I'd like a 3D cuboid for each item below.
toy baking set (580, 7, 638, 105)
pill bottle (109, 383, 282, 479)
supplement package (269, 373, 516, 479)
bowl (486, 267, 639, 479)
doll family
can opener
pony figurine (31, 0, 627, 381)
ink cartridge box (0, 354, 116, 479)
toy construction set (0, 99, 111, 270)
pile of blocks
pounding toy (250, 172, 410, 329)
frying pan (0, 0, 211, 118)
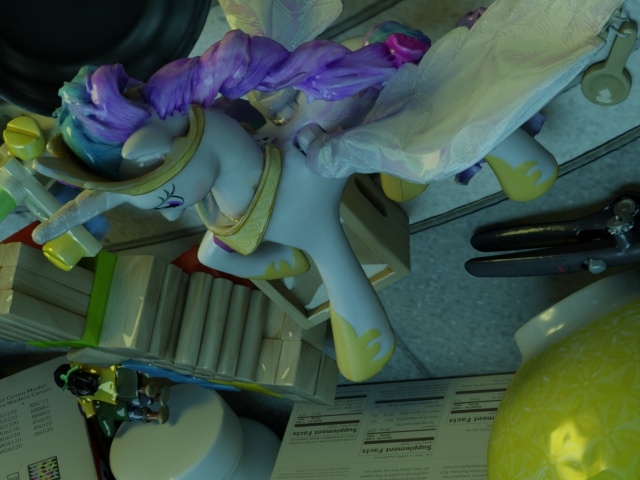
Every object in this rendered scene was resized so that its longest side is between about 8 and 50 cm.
[{"bbox_3d":[0.213,-0.171,0.899,0.197,0.030,0.256,-4,134,25],"label":"toy baking set"},{"bbox_3d":[-0.086,0.295,1.418,0.176,0.176,0.318,-8,133,28],"label":"pill bottle"},{"bbox_3d":[0.115,0.253,1.320,0.262,0.145,0.204,-7,133,28],"label":"supplement package"},{"bbox_3d":[0.241,0.116,1.082,0.289,0.289,0.156,-42,71,46],"label":"bowl"},{"bbox_3d":[-0.211,0.100,1.309,0.111,0.076,0.192,1,94,15],"label":"doll family"},{"bbox_3d":[0.199,0.006,1.079,0.186,0.059,0.073,-9,133,29],"label":"can opener"},{"bbox_3d":[0.021,-0.085,0.872,0.351,0.303,0.363,-47,147,6],"label":"pony figurine"},{"bbox_3d":[-0.271,0.283,1.476,0.130,0.271,0.309,-19,135,-4],"label":"ink cartridge box"},{"bbox_3d":[-0.284,-0.134,1.037,0.215,0.151,0.327,21,138,37],"label":"toy construction set"},{"bbox_3d":[-0.149,0.057,1.217,0.362,0.112,0.149,17,162,-23],"label":"pile of blocks"},{"bbox_3d":[0.000,0.000,1.136,0.130,0.100,0.141,-30,124,25],"label":"pounding toy"},{"bbox_3d":[-0.209,-0.209,0.903,0.326,0.197,0.053,33,-179,-38],"label":"frying pan"}]
